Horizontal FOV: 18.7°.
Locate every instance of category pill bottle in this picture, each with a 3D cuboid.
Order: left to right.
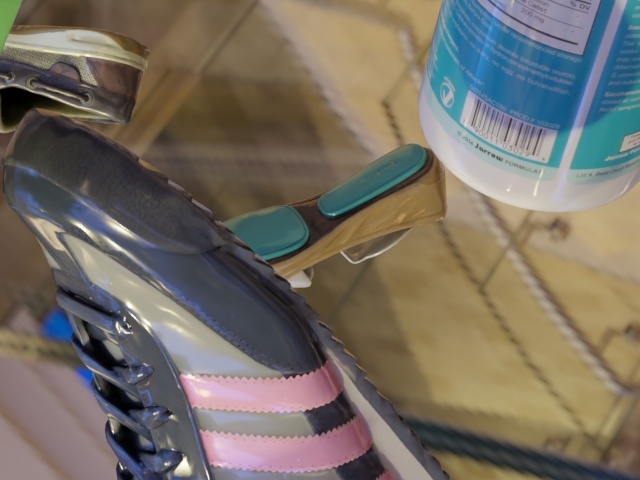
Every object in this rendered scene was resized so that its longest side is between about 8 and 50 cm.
[{"bbox_3d":[0.147,-0.152,1.072,0.146,0.146,0.264,28,137,14],"label":"pill bottle"}]

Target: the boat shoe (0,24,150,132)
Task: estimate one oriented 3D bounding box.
[{"bbox_3d":[-0.235,-0.117,1.449,0.224,0.073,0.080,1,163,21],"label":"boat shoe"}]

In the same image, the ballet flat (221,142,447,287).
[{"bbox_3d":[0.000,0.000,1.583,0.080,0.232,0.073,-114,1,-55],"label":"ballet flat"}]

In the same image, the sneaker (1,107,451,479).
[{"bbox_3d":[-0.048,0.086,0.820,0.319,0.131,0.112,51,164,-31],"label":"sneaker"}]

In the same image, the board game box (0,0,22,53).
[{"bbox_3d":[-0.164,-0.139,0.675,0.046,0.317,0.213,5,-149,-41],"label":"board game box"}]
